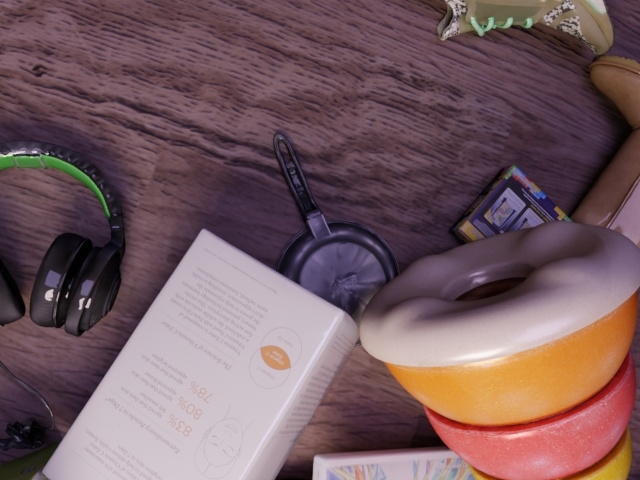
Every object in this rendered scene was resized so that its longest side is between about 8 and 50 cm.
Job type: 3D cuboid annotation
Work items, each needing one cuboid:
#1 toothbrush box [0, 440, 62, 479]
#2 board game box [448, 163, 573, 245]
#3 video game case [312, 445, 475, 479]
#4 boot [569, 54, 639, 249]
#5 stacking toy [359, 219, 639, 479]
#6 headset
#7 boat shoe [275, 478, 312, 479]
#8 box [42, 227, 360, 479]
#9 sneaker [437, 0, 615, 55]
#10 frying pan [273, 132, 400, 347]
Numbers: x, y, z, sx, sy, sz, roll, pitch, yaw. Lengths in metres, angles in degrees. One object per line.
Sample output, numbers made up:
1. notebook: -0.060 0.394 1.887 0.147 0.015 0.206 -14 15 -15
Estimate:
1. toothbrush box: -0.344 0.379 0.725 0.122 0.283 0.206 -20 90 -11
2. board game box: 0.310 -0.010 0.993 0.170 0.048 0.141 43 82 -6
3. video game case: 0.128 0.442 0.871 0.329 0.036 0.299 8 80 -31
4. boot: 0.477 -0.133 1.008 0.236 0.089 0.269 33 94 18
5. stacking toy: 0.282 0.243 0.821 0.351 0.350 0.479 -22 99 -11
6. headset: -0.383 0.069 0.832 0.244 0.185 0.393 -1 72 -15
7. boat shoe: -0.067 0.494 0.865 0.158 0.127 0.340 11 77 -3
8. box: -0.133 0.197 0.799 0.215 0.168 0.345 30 81 18
9. sneaker: 0.262 -0.381 0.985 0.411 0.158 0.182 29 113 -10
10. frying pan: 0.029 0.003 0.941 0.198 0.053 0.325 0 90 -12
